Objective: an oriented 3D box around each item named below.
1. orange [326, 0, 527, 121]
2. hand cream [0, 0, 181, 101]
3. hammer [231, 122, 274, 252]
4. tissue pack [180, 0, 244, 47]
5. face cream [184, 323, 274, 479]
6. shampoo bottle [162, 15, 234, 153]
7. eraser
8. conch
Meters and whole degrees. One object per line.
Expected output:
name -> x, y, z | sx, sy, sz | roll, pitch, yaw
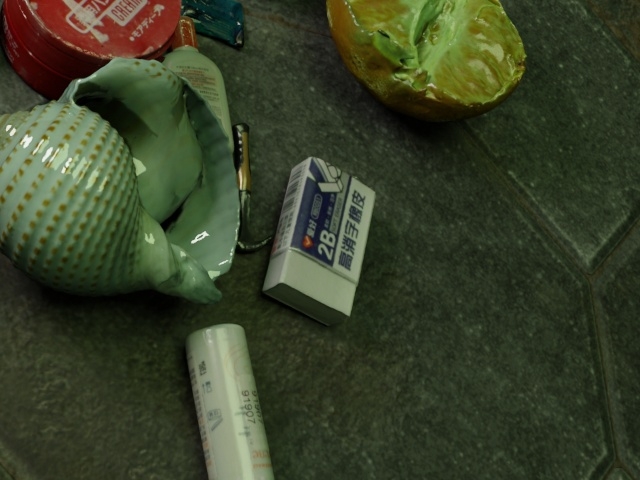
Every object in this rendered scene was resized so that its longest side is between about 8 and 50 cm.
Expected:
orange -> 0.147, -0.314, 1.691 | 0.334, 0.196, 0.262 | 34, 40, -17
hand cream -> -0.311, -0.301, 1.452 | 0.230, 0.149, 0.230 | 12, 64, -26
hammer -> -0.105, -0.075, 1.536 | 0.078, 0.021, 0.201 | 9, 64, -26
tissue pack -> -0.176, -0.343, 1.624 | 0.138, 0.028, 0.085 | 15, 60, -27
face cream -> -0.108, 0.241, 1.344 | 0.082, 0.082, 0.269 | -3, 69, -31
shampoo bottle -> -0.185, -0.215, 1.540 | 0.108, 0.051, 0.221 | 1, 66, -28
eraser -> 0.000, 0.000, 1.525 | 0.124, 0.068, 0.210 | 30, 55, -26
conch -> -0.257, -0.058, 1.329 | 0.319, 0.215, 0.303 | 55, 52, -37
